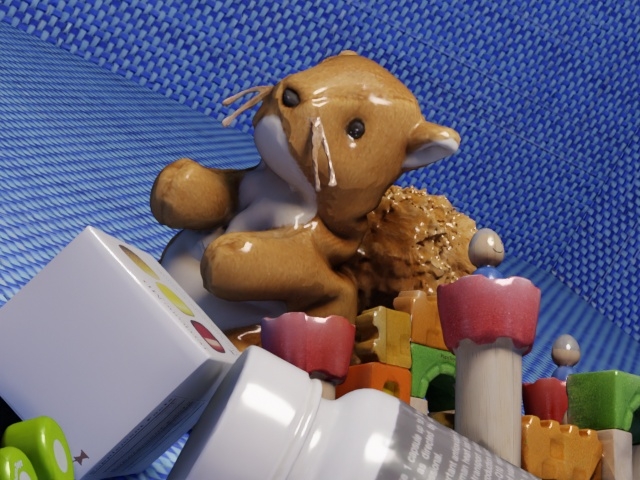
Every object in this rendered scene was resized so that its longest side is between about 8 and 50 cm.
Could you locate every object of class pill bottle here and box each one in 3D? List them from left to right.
[{"bbox_3d":[0.065,0.236,1.374,0.361,0.204,0.204,30,10,-5],"label":"pill bottle"}]

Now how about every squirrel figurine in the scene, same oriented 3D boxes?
[{"bbox_3d":[0.000,0.000,1.880,0.397,0.370,0.281,21,13,-44],"label":"squirrel figurine"}]

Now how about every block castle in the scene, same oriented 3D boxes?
[{"bbox_3d":[0.189,0.140,1.707,0.453,0.213,0.303,16,-21,-43],"label":"block castle"}]

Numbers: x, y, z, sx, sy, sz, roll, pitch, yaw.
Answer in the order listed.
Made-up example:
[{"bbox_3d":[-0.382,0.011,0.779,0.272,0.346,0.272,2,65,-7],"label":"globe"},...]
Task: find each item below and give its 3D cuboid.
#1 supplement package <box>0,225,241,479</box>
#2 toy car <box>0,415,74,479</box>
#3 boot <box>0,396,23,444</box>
[{"bbox_3d":[-0.158,0.091,1.445,0.139,0.134,0.244,47,0,7],"label":"supplement package"},{"bbox_3d":[-0.251,0.089,1.078,0.149,0.155,0.188,-52,126,-80],"label":"toy car"},{"bbox_3d":[-0.229,0.146,1.445,0.121,0.045,0.099,35,5,17],"label":"boot"}]
